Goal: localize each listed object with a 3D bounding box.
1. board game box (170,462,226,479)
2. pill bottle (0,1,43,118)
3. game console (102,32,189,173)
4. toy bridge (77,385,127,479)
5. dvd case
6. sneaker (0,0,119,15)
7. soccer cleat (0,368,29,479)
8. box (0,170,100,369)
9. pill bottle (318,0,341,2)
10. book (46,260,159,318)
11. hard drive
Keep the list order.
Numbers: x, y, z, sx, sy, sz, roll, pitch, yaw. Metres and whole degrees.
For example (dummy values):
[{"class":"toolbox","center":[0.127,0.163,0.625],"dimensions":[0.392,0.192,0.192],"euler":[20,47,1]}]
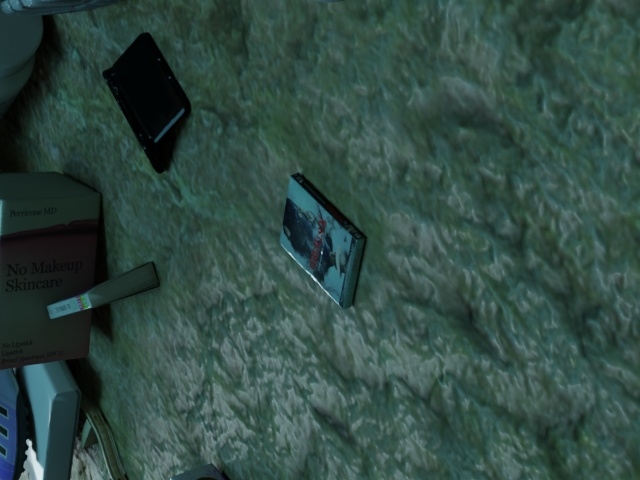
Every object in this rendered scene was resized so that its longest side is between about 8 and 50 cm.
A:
[{"class":"board game box","center":[-0.088,0.488,1.700],"dimensions":[0.319,0.066,0.318],"euler":[43,137,40]},{"class":"pill bottle","center":[-0.478,-0.239,1.908],"dimensions":[0.283,0.160,0.160],"euler":[-34,74,57]},{"class":"game console","center":[-0.195,-0.158,1.640],"dimensions":[0.122,0.071,0.107],"euler":[60,175,24]},{"class":"toy bridge","center":[-0.325,0.270,2.017],"dimensions":[0.188,0.026,0.063],"euler":[57,144,26]},{"class":"dvd case","center":[0.000,0.000,1.401],"dimensions":[0.119,0.013,0.087],"euler":[45,138,38]},{"class":"sneaker","center":[-0.268,-0.364,1.585],"dimensions":[0.321,0.124,0.180],"euler":[-13,88,48]},{"class":"soccer cleat","center":[-0.496,0.200,2.040],"dimensions":[0.108,0.116,0.318],"euler":[5,103,61]},{"class":"box","center":[-0.388,0.037,1.861],"dimensions":[0.127,0.149,0.232],"euler":[24,113,47]},{"class":"pill bottle","center":[0.036,-0.276,1.136],"dimensions":[0.180,0.108,0.108],"euler":[-34,75,57]},{"class":"book","center":[-0.277,0.066,1.785],"dimensions":[0.144,0.096,0.035],"euler":[-16,95,59]},{"class":"hard drive","center":[-0.449,0.186,2.126],"dimensions":[0.353,0.047,0.233],"euler":[54,143,40]}]
